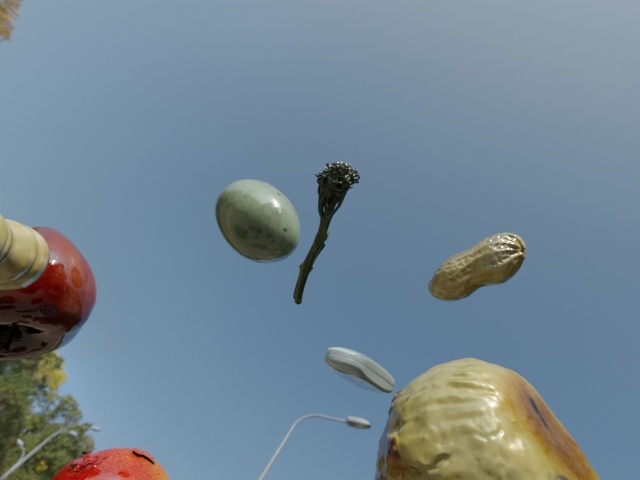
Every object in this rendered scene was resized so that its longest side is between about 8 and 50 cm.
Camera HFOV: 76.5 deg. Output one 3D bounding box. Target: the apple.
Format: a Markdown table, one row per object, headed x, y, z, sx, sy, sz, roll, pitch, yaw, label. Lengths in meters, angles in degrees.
| x | y | z | sx | sy | sz | roll | pitch | yaw | label |
| --- | --- | --- | --- | --- | --- | --- | --- | --- | --- |
| -0.505 | 0.089 | 0.685 | 0.234 | 0.234 | 0.234 | 13 | -60 | 23 | apple |

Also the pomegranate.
| x | y | z | sx | sy | sz | roll | pitch | yaw | label |
| --- | --- | --- | --- | --- | --- | --- | --- | --- | --- |
| -0.323 | 0.437 | 0.619 | 0.210 | 0.210 | 0.235 | -20 | -64 | 35 | pomegranate |

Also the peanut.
| x | y | z | sx | sy | sz | roll | pitch | yaw | label |
| --- | --- | --- | --- | --- | --- | --- | --- | --- | --- |
| 0.324 | 0.060 | 0.841 | 0.214 | 0.090 | 0.098 | -29 | -124 | 10 | peanut |

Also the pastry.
| x | y | z | sx | sy | sz | roll | pitch | yaw | label |
| --- | --- | --- | --- | --- | --- | --- | --- | --- | --- |
| 0.265 | 0.403 | 0.691 | 0.388 | 0.388 | 0.312 | 45 | -64 | 1 | pastry |

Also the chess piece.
| x | y | z | sx | sy | sz | roll | pitch | yaw | label |
| --- | --- | --- | --- | --- | --- | --- | --- | --- | --- |
| -0.384 | -0.006 | 0.429 | 0.090 | 0.090 | 0.200 | 38 | -18 | 6 | chess piece |

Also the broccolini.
| x | y | z | sx | sy | sz | roll | pitch | yaw | label |
| --- | --- | --- | --- | --- | --- | --- | --- | --- | --- |
| 0.001 | 0.000 | 0.519 | 0.044 | 0.042 | 0.218 | 32 | -52 | 24 | broccolini |

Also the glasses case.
| x | y | z | sx | sy | sz | roll | pitch | yaw | label |
| --- | --- | --- | --- | --- | --- | --- | --- | --- | --- |
| 0.069 | 0.220 | 0.683 | 0.067 | 0.045 | 0.178 | 2 | -29 | 35 | glasses case |

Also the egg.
| x | y | z | sx | sy | sz | roll | pitch | yaw | label |
| --- | --- | --- | --- | --- | --- | --- | --- | --- | --- |
| -0.143 | -0.044 | 0.924 | 0.236 | 0.169 | 0.169 | 46 | -48 | 35 | egg |
